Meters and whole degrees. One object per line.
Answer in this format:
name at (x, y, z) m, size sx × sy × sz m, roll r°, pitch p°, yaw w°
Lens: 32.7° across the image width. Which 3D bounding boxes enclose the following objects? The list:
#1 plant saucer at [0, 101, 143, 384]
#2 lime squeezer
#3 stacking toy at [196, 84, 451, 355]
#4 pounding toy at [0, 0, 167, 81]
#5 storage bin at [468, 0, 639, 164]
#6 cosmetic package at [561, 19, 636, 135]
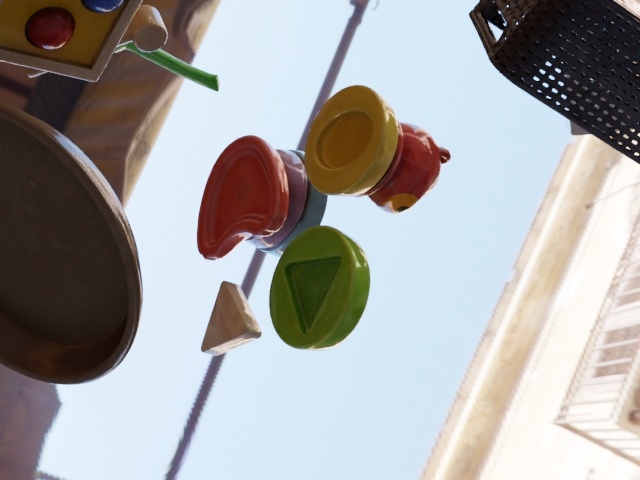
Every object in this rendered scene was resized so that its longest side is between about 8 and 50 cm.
plant saucer at (-0.261, 0.000, 0.942) m, size 0.278 × 0.278 × 0.041 m, roll 47°, pitch -138°, yaw 0°
lime squeezer at (-0.273, -0.222, 1.234) m, size 0.310 × 0.110 × 0.058 m, roll 2°, pitch -112°, yaw 5°
stacking toy at (0.000, 0.000, 1.219) m, size 0.130 × 0.309 × 0.279 m, roll 18°, pitch -111°, yaw -39°
pounding toy at (-0.210, -0.190, 0.947) m, size 0.206 × 0.181 × 0.094 m, roll 8°, pitch -141°, yaw -43°
storage bin at (0.209, -0.135, 0.790) m, size 0.180 × 0.122 × 0.084 m, roll 27°, pitch -63°, yaw -20°
cosmetic package at (0.385, -0.214, 1.323) m, size 0.184 × 0.151 × 0.151 m, roll -6°, pitch -82°, yaw 11°
